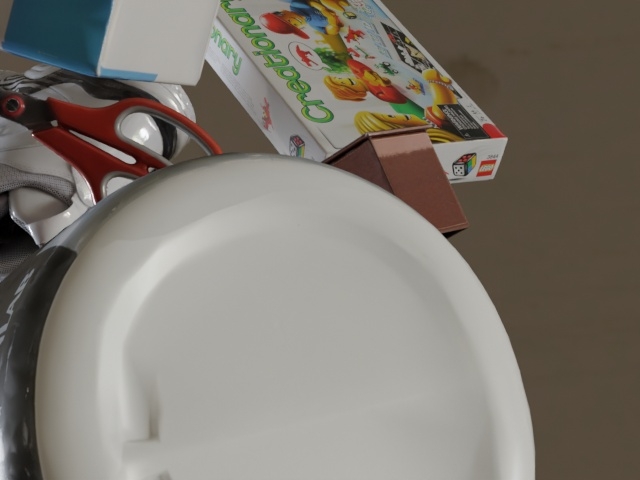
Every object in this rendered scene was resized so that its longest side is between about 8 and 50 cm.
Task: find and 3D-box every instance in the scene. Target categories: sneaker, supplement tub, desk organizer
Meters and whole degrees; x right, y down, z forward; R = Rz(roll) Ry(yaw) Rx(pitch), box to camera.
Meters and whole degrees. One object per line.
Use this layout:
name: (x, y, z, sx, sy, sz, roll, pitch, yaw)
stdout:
sneaker: (-0.288, -0.048, 1.726, 0.366, 0.210, 0.137, -10, -55, 44)
supplement tub: (-0.074, 0.099, 0.750, 0.193, 0.193, 0.316, 20, -23, -21)
desk organizer: (0.000, 0.000, 0.876, 0.130, 0.050, 0.047, -31, -13, 38)

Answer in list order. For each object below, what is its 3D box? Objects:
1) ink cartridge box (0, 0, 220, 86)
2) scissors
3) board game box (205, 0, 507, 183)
ink cartridge box: (-0.201, -0.224, 1.182, 0.270, 0.197, 0.198, 17, 6, 11)
scissors: (-0.212, -0.104, 1.487, 0.297, 0.109, 0.021, 34, -1, -1)
board game box: (0.010, -0.154, 1.785, 0.193, 0.305, 0.053, -7, -49, -32)
